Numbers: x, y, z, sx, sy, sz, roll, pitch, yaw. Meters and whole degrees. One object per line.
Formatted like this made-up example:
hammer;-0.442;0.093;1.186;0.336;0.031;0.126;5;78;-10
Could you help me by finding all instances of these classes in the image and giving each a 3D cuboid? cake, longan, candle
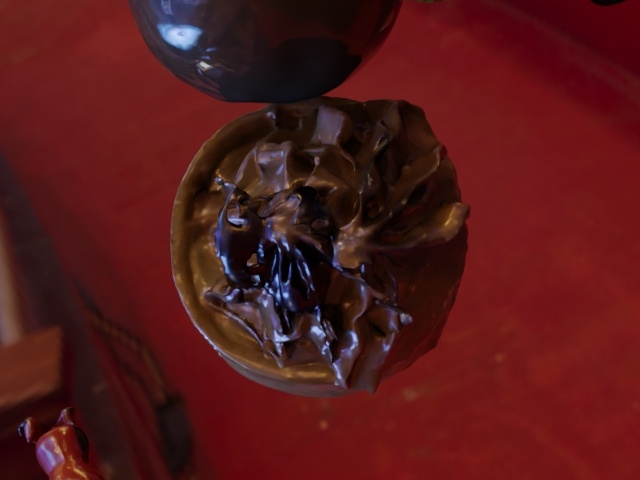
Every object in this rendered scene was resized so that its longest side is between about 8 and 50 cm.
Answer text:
cake;-0.003;-0.008;1.988;0.332;0.332;0.321;-27;-13;-5
longan;-0.060;-0.292;1.986;0.319;0.319;0.319;-21;24;10
candle;-0.163;0.247;1.455;0.048;0.051;0.329;7;36;-32

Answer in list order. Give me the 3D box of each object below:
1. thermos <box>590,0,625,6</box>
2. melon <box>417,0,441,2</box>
thermos;0.253;-0.323;1.881;0.073;0.083;0.187;-27;61;0
melon;0.099;-0.390;1.577;0.331;0.226;0.343;-36;52;0
